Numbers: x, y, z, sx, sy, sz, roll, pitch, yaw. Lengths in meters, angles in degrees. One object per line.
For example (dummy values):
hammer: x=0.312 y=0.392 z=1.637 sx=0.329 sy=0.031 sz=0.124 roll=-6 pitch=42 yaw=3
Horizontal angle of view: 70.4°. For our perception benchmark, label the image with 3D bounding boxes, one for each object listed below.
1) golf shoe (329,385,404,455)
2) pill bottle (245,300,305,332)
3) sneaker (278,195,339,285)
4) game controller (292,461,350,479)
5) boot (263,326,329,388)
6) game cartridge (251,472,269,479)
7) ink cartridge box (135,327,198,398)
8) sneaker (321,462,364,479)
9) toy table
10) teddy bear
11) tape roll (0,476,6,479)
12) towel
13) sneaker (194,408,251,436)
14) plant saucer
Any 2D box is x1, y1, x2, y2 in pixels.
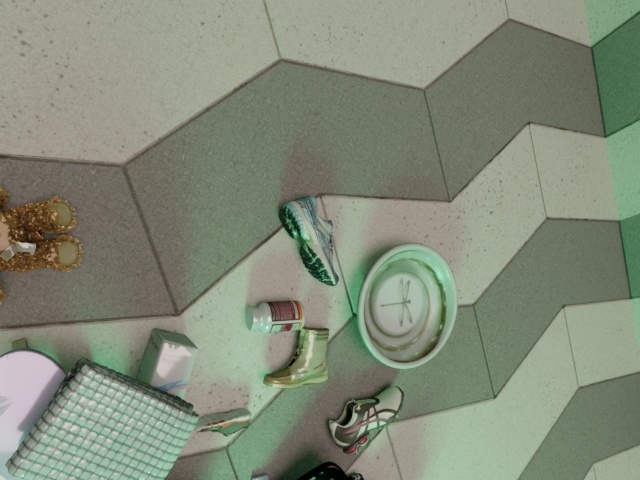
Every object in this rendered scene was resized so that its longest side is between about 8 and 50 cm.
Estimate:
golf shoe: x=0.151 y=0.539 z=1.422 sx=0.273 sy=0.105 sz=0.120 roll=-37 pitch=101 yaw=-23
pill bottle: x=-0.126 y=0.212 z=1.263 sx=0.152 sy=0.086 sz=0.086 roll=2 pitch=91 yaw=-29
sneaker: x=0.000 y=0.000 z=1.313 sx=0.122 sy=0.110 sz=0.283 roll=-34 pitch=108 yaw=-27
game controller: x=-0.056 y=0.756 z=1.283 sx=0.319 sy=0.067 sz=0.166 roll=-32 pitch=111 yaw=-2
boot: x=-0.065 y=0.333 z=1.308 sx=0.213 sy=0.077 sz=0.165 roll=2 pitch=92 yaw=-34
game cartridge: x=-0.173 y=0.713 z=1.299 sx=0.056 sy=0.017 sz=0.083 roll=1 pitch=92 yaw=-33
ink cartridge box: x=-0.381 y=0.333 z=1.089 sx=0.093 sy=0.154 sz=0.212 roll=18 pitch=83 yaw=-28
sneaker: x=0.074 y=0.744 z=1.407 sx=0.121 sy=0.079 sz=0.216 roll=-29 pitch=114 yaw=-28
toy table: x=-0.612 y=0.350 z=0.960 sx=0.252 sy=0.161 sz=0.274 roll=-1 pitch=92 yaw=-28
teddy bear: x=-0.684 y=0.005 z=0.950 sx=0.338 sy=0.113 sz=0.245 roll=-30 pitch=113 yaw=-32
tape roll: x=-0.758 y=0.542 z=0.881 sx=0.286 sy=0.100 sz=0.286 roll=10 pitch=74 yaw=-38
towel: x=-0.425 y=0.391 z=0.913 sx=0.284 sy=0.121 sz=0.235 roll=38 pitch=77 yaw=-27
sneaker: x=-0.260 y=0.502 z=1.219 sx=0.158 sy=0.061 sz=0.064 roll=1 pitch=98 yaw=-28
plant saucer: x=0.267 y=0.206 z=1.471 sx=0.401 sy=0.100 sz=0.400 roll=-1 pitch=92 yaw=-29
